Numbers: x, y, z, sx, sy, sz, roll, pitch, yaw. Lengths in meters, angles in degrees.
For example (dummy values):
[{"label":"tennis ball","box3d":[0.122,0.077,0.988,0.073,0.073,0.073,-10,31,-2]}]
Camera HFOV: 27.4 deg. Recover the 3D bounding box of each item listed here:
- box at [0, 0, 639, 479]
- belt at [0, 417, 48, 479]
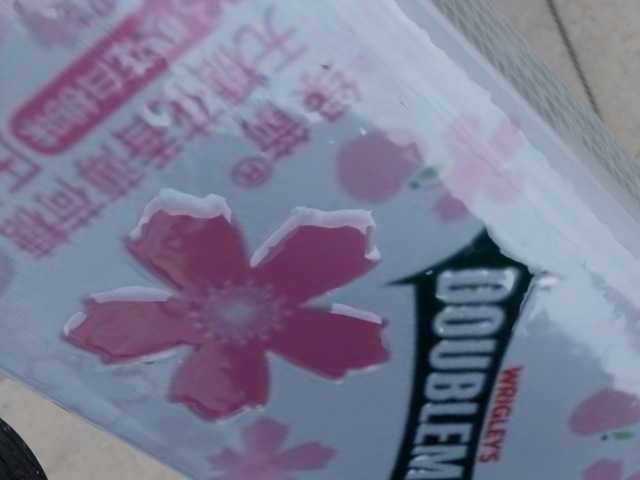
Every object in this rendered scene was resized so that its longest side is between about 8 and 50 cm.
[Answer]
[{"label":"box","box3d":[0.000,0.000,0.439,0.190,0.112,0.370,-37,130,21]},{"label":"belt","box3d":[-0.323,0.237,1.187,0.078,0.198,0.151,-39,174,34]}]
